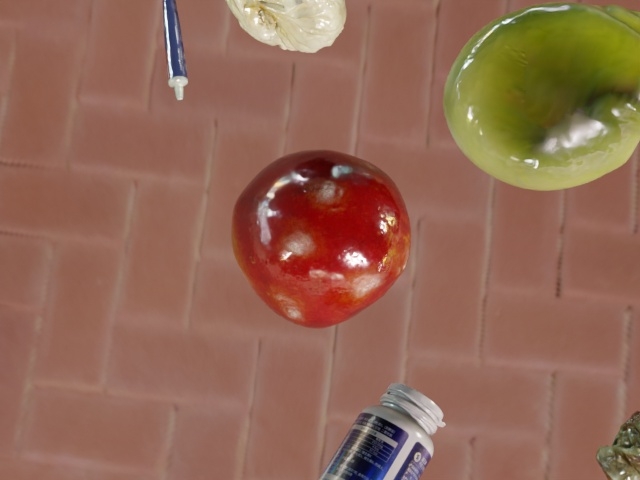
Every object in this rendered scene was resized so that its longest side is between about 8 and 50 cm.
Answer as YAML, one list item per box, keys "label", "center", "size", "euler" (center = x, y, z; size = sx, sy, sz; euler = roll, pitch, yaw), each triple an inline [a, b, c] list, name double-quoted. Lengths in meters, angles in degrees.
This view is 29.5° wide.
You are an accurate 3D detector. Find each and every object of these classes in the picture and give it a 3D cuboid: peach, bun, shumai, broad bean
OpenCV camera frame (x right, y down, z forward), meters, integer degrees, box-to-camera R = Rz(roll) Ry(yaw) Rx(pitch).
- label: "peach"
  center: [0.000, 0.000, 1.556]
  size: [0.243, 0.199, 0.243]
  euler: [-1, 88, 39]
- label: "bun"
  center: [-0.053, -0.317, 1.544]
  size: [0.111, 0.164, 0.188]
  euler: [-40, 100, -32]
- label: "shumai"
  center: [0.414, 0.287, 1.610]
  size: [0.087, 0.123, 0.099]
  euler: [-28, 60, -3]
- label: "broad bean"
  center: [0.298, -0.177, 1.501]
  size: [0.291, 0.119, 0.238]
  euler: [-9, 114, 8]

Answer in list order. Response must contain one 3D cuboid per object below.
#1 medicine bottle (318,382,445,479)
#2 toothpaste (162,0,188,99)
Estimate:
- label: "medicine bottle"
  center: [0.073, 0.279, 1.525]
  size: [0.107, 0.107, 0.191]
  euler: [32, 70, 5]
- label: "toothpaste"
  center: [-0.153, -0.212, 1.266]
  size: [0.021, 0.037, 0.139]
  euler: [-8, 77, 1]
